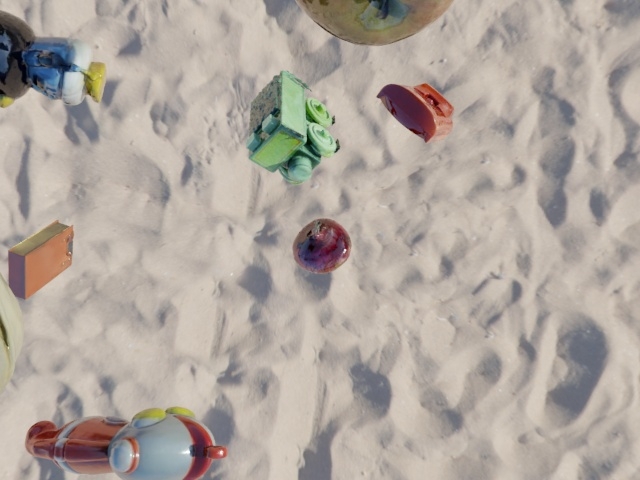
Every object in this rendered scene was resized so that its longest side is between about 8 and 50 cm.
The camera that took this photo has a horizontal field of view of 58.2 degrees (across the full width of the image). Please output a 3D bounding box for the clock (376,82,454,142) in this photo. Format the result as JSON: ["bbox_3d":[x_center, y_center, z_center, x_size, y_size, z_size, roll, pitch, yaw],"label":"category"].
[{"bbox_3d":[0.166,-0.219,0.956,0.113,0.155,0.061,45,116,8],"label":"clock"}]

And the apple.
[{"bbox_3d":[0.053,-0.299,0.570,0.188,0.188,0.173,-5,66,-4],"label":"apple"}]

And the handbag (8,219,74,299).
[{"bbox_3d":[-0.679,0.042,1.404,0.063,0.190,0.127,18,118,6],"label":"handbag"}]

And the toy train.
[{"bbox_3d":[-0.071,-0.262,1.369,0.188,0.271,0.159,28,129,-31],"label":"toy train"}]

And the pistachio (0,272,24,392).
[{"bbox_3d":[-0.651,0.146,1.041,0.226,0.208,0.331,14,112,24],"label":"pistachio"}]

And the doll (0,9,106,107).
[{"bbox_3d":[-0.476,-0.265,0.825,0.314,0.177,0.140,11,93,-18],"label":"doll"}]

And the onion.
[{"bbox_3d":[0.000,0.000,1.404,0.150,0.140,0.150,-2,63,5],"label":"onion"}]

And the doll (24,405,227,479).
[{"bbox_3d":[-0.268,0.287,0.813,0.337,0.200,0.105,-7,73,32],"label":"doll"}]
